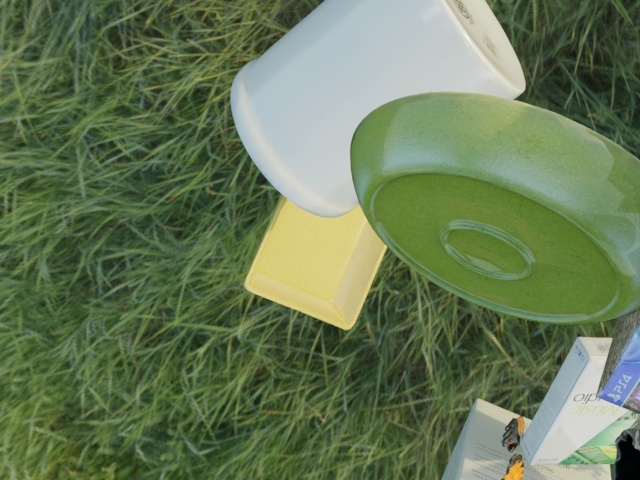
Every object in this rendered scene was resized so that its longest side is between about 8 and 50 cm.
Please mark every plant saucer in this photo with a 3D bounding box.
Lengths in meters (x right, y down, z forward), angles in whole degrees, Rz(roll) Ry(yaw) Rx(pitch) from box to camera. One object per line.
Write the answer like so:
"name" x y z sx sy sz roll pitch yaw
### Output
"plant saucer" 0.000 0.000 1.412 0.081 0.333 0.332 17 82 53
"plant saucer" 0.121 -0.004 0.433 0.241 0.037 0.241 25 159 11

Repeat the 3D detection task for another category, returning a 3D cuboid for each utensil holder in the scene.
"utensil holder" 0.093 -0.270 1.046 0.385 0.327 0.327 -33 98 32

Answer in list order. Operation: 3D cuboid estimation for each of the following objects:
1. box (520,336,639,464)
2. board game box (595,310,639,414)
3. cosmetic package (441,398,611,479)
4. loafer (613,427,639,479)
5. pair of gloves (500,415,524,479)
"box" 0.539 0.309 1.163 0.232 0.058 0.322 2 129 -8
"board game box" 0.458 0.103 0.597 0.291 0.141 0.232 21 145 21
"cosmetic package" 0.430 0.656 1.415 0.329 0.327 0.393 19 116 13
"loafer" 0.121 0.228 0.228 0.130 0.366 0.133 21 140 23
"pair of gloves" 0.232 0.255 0.743 0.010 0.074 0.083 -1 92 35
